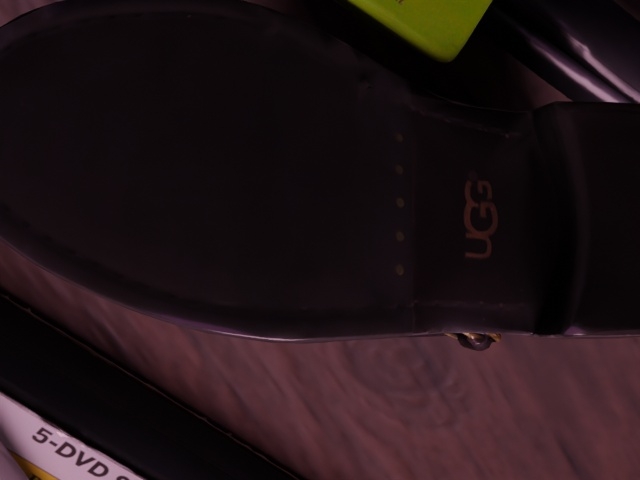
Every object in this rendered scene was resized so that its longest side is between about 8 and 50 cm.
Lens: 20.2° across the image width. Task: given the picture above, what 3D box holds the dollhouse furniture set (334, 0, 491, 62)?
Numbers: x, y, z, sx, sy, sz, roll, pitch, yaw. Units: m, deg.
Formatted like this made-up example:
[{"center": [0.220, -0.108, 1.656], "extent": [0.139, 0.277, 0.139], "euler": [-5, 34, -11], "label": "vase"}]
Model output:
[{"center": [0.022, -0.236, 0.517], "extent": [0.197, 0.151, 0.301], "euler": [29, 95, -38], "label": "dollhouse furniture set"}]

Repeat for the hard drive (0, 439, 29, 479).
[{"center": [-0.247, 0.076, 0.633], "extent": [0.233, 0.047, 0.353], "euler": [-19, 129, 9], "label": "hard drive"}]

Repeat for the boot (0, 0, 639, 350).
[{"center": [0.000, 0.000, 0.600], "extent": [0.263, 0.229, 0.091], "euler": [10, 82, -14], "label": "boot"}]

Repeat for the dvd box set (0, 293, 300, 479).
[{"center": [-0.190, 0.220, 0.822], "extent": [0.307, 0.062, 0.420], "euler": [36, 116, -26], "label": "dvd box set"}]

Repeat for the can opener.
[{"center": [0.121, -0.058, 0.663], "extent": [0.186, 0.073, 0.059], "euler": [26, 158, -17], "label": "can opener"}]
